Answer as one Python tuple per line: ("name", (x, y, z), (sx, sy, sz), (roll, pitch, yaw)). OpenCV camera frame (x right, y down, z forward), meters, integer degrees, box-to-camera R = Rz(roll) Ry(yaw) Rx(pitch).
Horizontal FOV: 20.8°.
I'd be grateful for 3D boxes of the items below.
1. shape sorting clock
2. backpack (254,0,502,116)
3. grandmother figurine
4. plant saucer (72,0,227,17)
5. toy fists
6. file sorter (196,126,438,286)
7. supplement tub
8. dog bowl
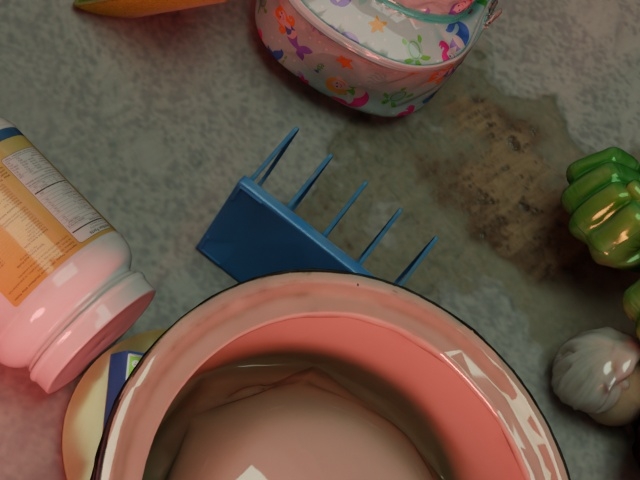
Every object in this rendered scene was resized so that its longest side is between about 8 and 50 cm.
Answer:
("shape sorting clock", (-0.115, 0.173, 1.453), (0.206, 0.040, 0.206), (9, 69, -23))
("backpack", (0.064, -0.256, 1.679), (0.225, 0.191, 0.253), (30, 61, -6))
("grandmother figurine", (0.354, 0.207, 1.599), (0.342, 0.104, 0.208), (40, 25, 6))
("plant saucer", (-0.113, -0.274, 1.637), (0.045, 0.188, 0.188), (55, 50, -32))
("toy fists", (0.324, 0.026, 1.624), (0.142, 0.096, 0.279), (12, 41, -43))
("file sorter", (0.000, 0.000, 1.550), (0.170, 0.118, 0.104), (38, 52, 0))
("supplement tub", (-0.247, 0.012, 1.424), (0.200, 0.144, 0.144), (46, 56, 5))
("dog bowl", (-0.006, 0.238, 1.372), (0.408, 0.150, 0.408), (9, 68, -22))
